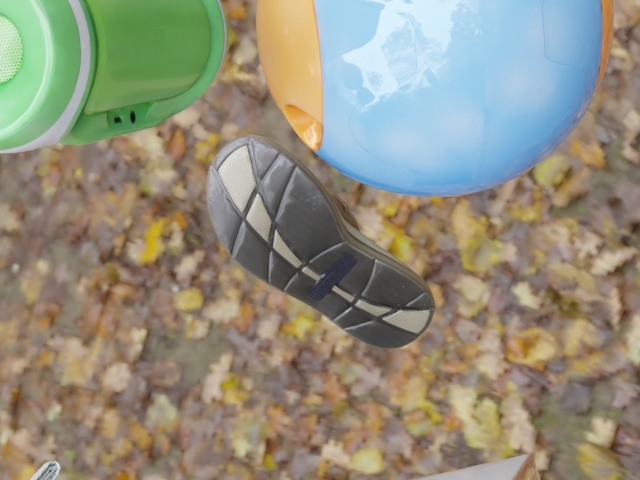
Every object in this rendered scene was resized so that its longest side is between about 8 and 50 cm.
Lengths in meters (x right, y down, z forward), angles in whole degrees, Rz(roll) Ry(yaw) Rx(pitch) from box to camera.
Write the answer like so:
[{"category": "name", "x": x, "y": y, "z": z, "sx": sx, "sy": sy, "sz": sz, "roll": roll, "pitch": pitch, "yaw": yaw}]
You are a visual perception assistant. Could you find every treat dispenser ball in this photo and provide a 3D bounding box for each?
[{"category": "treat dispenser ball", "x": 0.091, "y": -0.178, "z": 1.167, "sx": 0.288, "sy": 0.288, "sz": 0.288, "roll": -12, "pitch": 69, "yaw": 33}]

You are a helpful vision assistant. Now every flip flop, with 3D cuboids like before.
[{"category": "flip flop", "x": 0.000, "y": 0.000, "z": 1.370, "sx": 0.112, "sy": 0.277, "sz": 0.080, "roll": -43, "pitch": 27, "yaw": 19}]

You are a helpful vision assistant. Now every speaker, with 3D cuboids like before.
[{"category": "speaker", "x": -0.159, "y": -0.132, "z": 0.957, "sx": 0.131, "sy": 0.296, "sz": 0.131, "roll": 3, "pitch": 100, "yaw": 16}]

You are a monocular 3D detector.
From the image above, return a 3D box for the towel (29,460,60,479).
[{"category": "towel", "x": -0.320, "y": 0.294, "z": 1.437, "sx": 0.023, "sy": 0.113, "sz": 0.152, "roll": 40, "pitch": 119, "yaw": 0}]

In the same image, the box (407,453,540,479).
[{"category": "box", "x": 0.120, "y": 0.332, "z": 1.284, "sx": 0.168, "sy": 0.345, "sz": 0.214, "roll": -15, "pitch": 87, "yaw": 13}]
